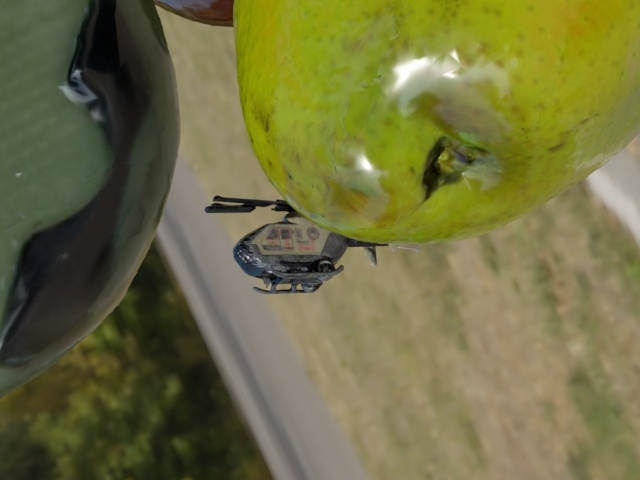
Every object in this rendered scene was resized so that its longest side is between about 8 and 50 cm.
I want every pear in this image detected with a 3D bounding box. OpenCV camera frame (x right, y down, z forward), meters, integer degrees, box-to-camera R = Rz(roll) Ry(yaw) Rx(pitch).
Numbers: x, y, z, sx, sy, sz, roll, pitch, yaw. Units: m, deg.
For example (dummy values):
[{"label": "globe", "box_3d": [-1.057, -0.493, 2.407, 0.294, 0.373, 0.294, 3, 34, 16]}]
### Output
[{"label": "pear", "box_3d": [0.056, -0.093, 0.723, 0.219, 0.188, 0.187, -61, -38, -42]}]

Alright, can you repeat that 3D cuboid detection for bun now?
[{"label": "bun", "box_3d": [-0.207, -0.057, 0.859, 0.283, 0.283, 0.179, 68, 169, -17]}]

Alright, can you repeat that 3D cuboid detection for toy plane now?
[{"label": "toy plane", "box_3d": [0.000, 0.000, 0.980, 0.031, 0.121, 0.049, 140, 125, -59]}]

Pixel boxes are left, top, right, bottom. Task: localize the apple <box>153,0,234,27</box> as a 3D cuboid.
[{"label": "apple", "box_3d": [-0.049, -0.214, 0.977, 0.173, 0.210, 0.234, 102, 148, -58]}]
